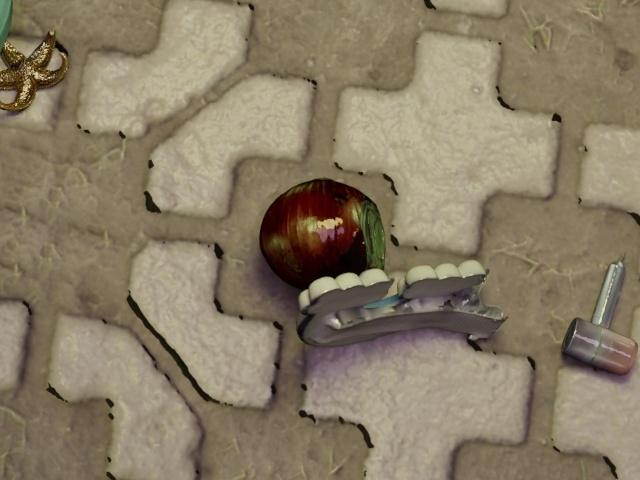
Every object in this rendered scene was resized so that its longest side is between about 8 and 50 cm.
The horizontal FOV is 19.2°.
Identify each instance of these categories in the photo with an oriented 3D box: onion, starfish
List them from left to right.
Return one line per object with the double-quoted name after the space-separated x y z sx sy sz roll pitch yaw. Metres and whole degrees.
-0.277 -0.156 1.741 0.091 0.028 0.078 -6 75 -4 "starfish"
0.000 0.000 1.698 0.118 0.117 0.119 -6 61 12 "onion"

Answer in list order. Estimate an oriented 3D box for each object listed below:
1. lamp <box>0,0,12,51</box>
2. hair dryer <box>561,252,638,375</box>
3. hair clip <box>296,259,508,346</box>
-0.370 -0.242 1.686 0.209 0.147 0.284 21 87 -3 "lamp"
0.270 0.063 1.754 0.063 0.037 0.114 21 72 -3 "hair dryer"
0.064 0.065 1.684 0.220 0.140 0.054 -5 69 -29 "hair clip"
